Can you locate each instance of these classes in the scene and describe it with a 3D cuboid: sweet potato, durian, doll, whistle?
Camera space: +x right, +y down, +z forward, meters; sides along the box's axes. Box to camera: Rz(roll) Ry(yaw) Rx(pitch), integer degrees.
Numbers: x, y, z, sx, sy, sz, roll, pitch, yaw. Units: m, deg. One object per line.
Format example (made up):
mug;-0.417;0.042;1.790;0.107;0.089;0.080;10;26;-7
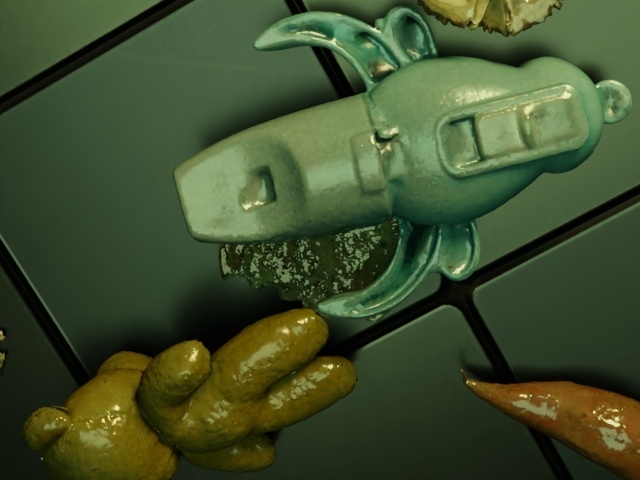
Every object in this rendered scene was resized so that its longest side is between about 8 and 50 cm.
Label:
sweet potato;0.180;0.121;0.822;0.195;0.056;0.056;22;105;2
durian;0.093;-0.185;0.736;0.110;0.071;0.140;-19;94;-1
doll;-0.083;0.100;0.815;0.209;0.097;0.137;-22;142;4
whistle;0.050;-0.052;0.753;0.274;0.093;0.186;-13;98;2

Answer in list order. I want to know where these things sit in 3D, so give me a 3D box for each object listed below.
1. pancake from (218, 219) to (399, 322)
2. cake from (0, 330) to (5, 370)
pancake;0.002;-0.005;0.811;0.129;0.022;0.116;27;98;-3
cake;-0.281;0.075;0.834;0.140;0.055;0.051;5;98;0
